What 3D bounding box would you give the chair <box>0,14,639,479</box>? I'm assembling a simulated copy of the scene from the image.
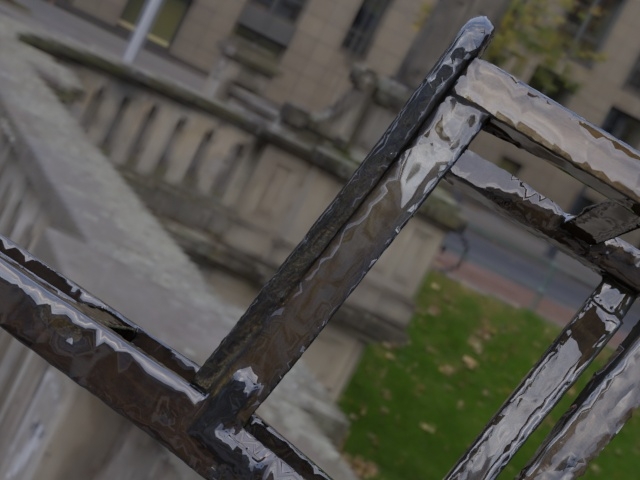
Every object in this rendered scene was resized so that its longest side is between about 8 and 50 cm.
[{"bbox_3d":[0.000,0.000,0.632,0.416,0.240,0.203,38,-4,2],"label":"chair"}]
